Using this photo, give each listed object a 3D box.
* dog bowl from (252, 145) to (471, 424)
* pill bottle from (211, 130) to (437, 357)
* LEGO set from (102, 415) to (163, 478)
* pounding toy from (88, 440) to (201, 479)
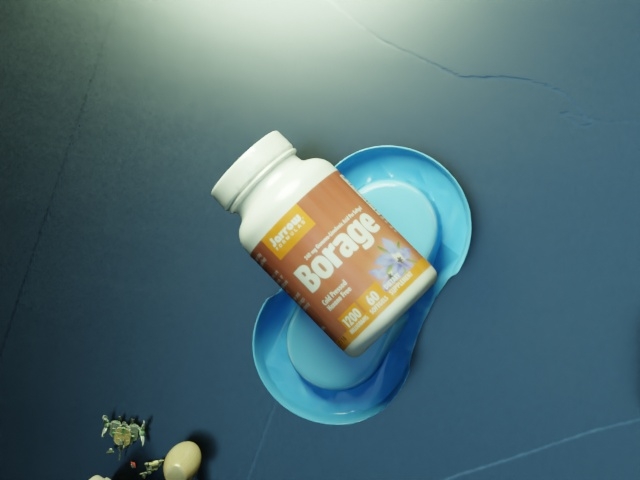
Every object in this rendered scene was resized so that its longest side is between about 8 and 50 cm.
[{"bbox_3d":[0.046,0.045,1.578,0.166,0.074,0.297,26,96,7],"label":"dog bowl"},{"bbox_3d":[0.000,0.000,1.483,0.216,0.121,0.121,45,98,4],"label":"pill bottle"},{"bbox_3d":[-0.206,0.219,1.651,0.054,0.023,0.083,-22,102,11],"label":"LEGO set"},{"bbox_3d":[-0.206,0.342,1.580,0.155,0.154,0.269,31,101,6],"label":"pounding toy"}]
